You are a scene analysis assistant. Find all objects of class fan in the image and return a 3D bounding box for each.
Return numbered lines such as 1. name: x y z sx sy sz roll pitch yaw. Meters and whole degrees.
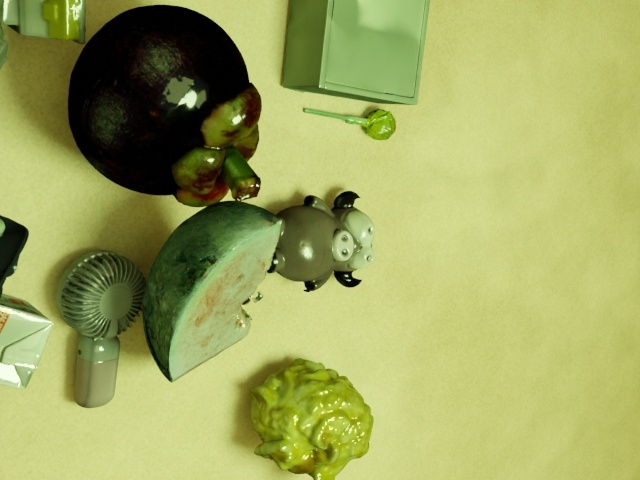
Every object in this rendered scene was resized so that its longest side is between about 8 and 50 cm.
1. fan: -0.335 0.137 1.116 0.130 0.074 0.244 -1 104 -48

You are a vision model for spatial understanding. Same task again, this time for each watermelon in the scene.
1. watermelon: -0.202 0.071 1.093 0.188 0.175 0.321 -23 141 -46

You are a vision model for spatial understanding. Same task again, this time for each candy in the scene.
1. candy: 0.055 -0.224 1.355 0.194 0.062 0.058 6 139 -29

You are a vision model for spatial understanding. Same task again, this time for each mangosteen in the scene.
1. mangosteen: -0.194 -0.165 1.009 0.302 0.275 0.275 44 67 10

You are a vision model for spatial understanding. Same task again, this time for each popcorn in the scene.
1. popcorn: -0.022 0.330 1.312 0.235 0.181 0.216 16 90 -30

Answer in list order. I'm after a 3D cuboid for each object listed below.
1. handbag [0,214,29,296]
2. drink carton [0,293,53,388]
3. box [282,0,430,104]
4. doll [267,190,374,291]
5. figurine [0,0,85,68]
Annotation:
1. handbag: -0.498 -0.013 0.798 0.326 0.269 0.118 29 105 -21
2. drink carton: -0.515 0.089 0.933 0.315 0.131 0.106 25 85 -36
3. box: 0.064 -0.362 1.287 0.225 0.117 0.224 1 98 -37
4. doll: -0.003 0.000 1.305 0.258 0.117 0.181 0 93 -34
5. figurine: -0.445 -0.313 0.860 0.285 0.167 0.342 -18 65 -43
